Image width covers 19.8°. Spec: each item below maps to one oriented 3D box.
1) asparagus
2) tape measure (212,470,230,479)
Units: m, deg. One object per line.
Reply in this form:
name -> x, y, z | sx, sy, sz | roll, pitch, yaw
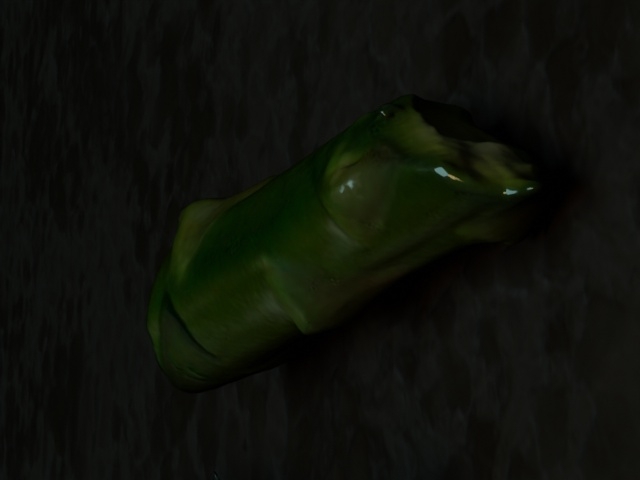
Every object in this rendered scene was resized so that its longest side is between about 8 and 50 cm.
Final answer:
asparagus -> 0.002, 0.000, 0.782 | 0.343, 0.082, 0.085 | 142, 131, -63
tape measure -> -0.004, 0.166, 0.708 | 0.081, 0.125, 0.146 | 25, 99, 65
